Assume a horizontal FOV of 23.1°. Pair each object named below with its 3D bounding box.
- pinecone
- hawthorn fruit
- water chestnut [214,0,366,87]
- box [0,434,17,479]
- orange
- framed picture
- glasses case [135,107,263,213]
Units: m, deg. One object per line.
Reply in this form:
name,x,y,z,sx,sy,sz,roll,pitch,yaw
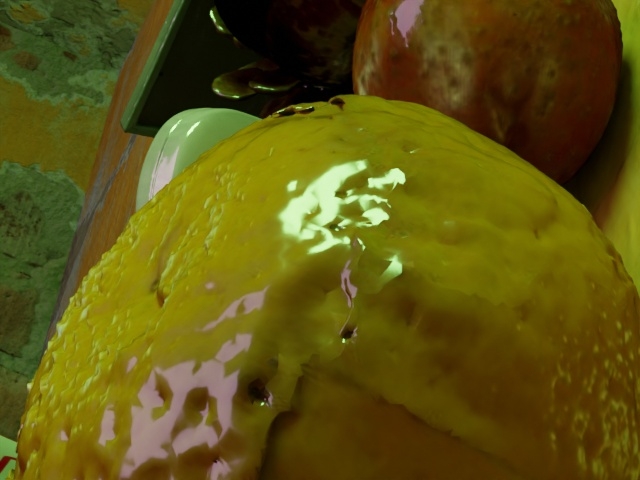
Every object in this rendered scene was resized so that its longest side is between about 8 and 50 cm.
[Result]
pinecone,-0.007,-0.207,1.487,0.229,0.202,0.201,-44,-30,-3
hawthorn fruit,0.102,-0.091,1.003,0.179,0.179,0.200,-154,73,-75
water chestnut,0.054,-0.244,1.246,0.289,0.244,0.289,-61,13,24
box,-0.319,0.383,1.488,0.312,0.300,0.314,-85,18,-81
orange,0.015,0.104,0.798,0.340,0.293,0.340,-42,24,24
framed picture,-0.044,-0.229,1.606,0.020,0.241,0.324,52,124,44
glasses case,0.000,0.000,1.025,0.075,0.297,0.113,2,78,42
